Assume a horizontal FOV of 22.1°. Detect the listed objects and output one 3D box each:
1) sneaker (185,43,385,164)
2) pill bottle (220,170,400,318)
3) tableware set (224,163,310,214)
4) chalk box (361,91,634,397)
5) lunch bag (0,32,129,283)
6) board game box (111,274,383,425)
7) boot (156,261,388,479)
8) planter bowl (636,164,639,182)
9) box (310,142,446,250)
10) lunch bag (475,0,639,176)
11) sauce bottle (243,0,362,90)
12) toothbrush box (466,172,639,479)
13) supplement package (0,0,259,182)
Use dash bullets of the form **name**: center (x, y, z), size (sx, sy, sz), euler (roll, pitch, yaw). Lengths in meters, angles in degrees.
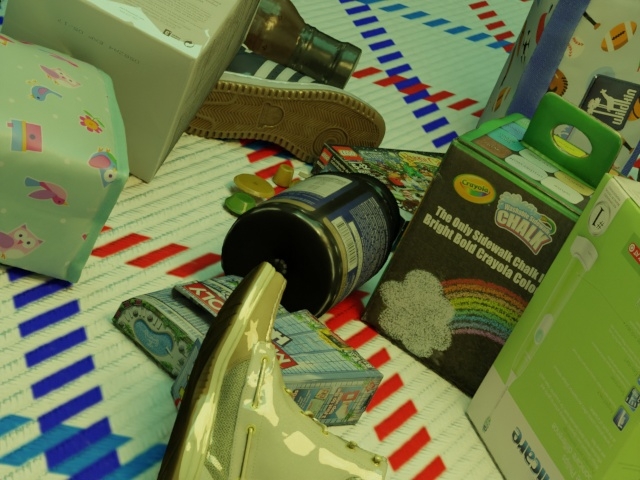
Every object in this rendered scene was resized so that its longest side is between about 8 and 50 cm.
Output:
- **sneaker**: center (-0.063, -0.179, 1.945), size (0.282, 0.099, 0.153), euler (10, 31, -29)
- **pill bottle**: center (0.000, 0.000, 1.620), size (0.123, 0.123, 0.219), euler (33, 24, 12)
- **tableware set**: center (-0.047, -0.045, 1.791), size (0.104, 0.024, 0.154), euler (25, 25, 2)
- **chalk box**: center (0.203, -0.009, 1.644), size (0.180, 0.289, 0.179), euler (35, 25, 16)
- **lunch bag**: center (-0.301, -0.108, 1.482), size (0.223, 0.160, 0.262), euler (16, 32, -22)
- **board game box**: center (-0.077, 0.097, 1.421), size (0.194, 0.060, 0.194), euler (39, 25, 24)
- **boot**: center (-0.022, 0.137, 1.283), size (0.165, 0.077, 0.213), euler (24, 64, -12)
- **planter bowl**: center (0.505, -0.059, 2.286), size (0.162, 0.109, 0.162), euler (22, 25, -11)
- **box**: center (0.122, -0.049, 1.942), size (0.233, 0.044, 0.159), euler (1, 35, -46)
- **lunch bag**: center (0.365, -0.233, 2.228), size (0.239, 0.328, 0.385), euler (31, 23, 18)
- **sauce bottle**: center (-0.114, -0.288, 2.104), size (0.344, 0.111, 0.111), euler (28, 24, -3)
- **toothbrush box**: center (0.275, 0.117, 1.472), size (0.122, 0.283, 0.206), euler (15, 26, -29)
- **supplement package**: center (-0.187, -0.244, 1.719), size (0.199, 0.198, 0.263), euler (28, 48, 1)
